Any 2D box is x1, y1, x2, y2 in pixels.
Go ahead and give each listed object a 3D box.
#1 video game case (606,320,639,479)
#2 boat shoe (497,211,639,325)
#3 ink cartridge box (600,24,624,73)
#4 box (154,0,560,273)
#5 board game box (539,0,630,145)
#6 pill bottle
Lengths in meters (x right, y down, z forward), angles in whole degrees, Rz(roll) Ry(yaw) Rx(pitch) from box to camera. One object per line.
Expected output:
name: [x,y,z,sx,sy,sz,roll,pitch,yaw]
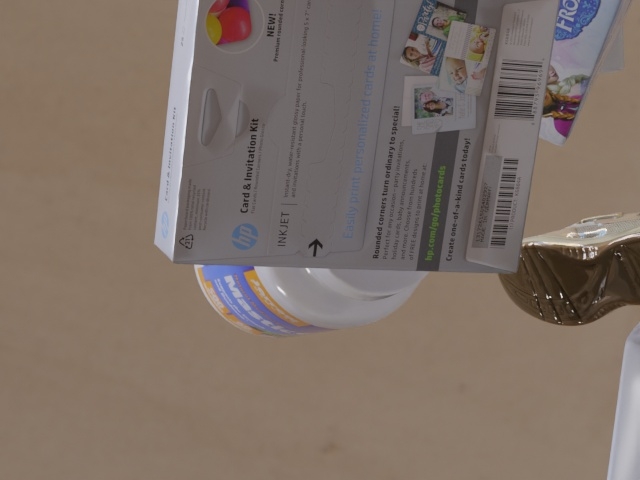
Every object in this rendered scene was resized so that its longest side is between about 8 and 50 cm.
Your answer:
video game case: [0.236,0.111,1.053,0.300,0.036,0.329,-42,-36,-43]
boat shoe: [0.318,0.021,2.009,0.098,0.302,0.109,-33,-79,-35]
ink cartridge box: [0.207,-0.317,1.763,0.211,0.122,0.289,-116,20,-69]
box: [0.018,-0.059,0.898,0.038,0.186,0.145,-144,58,-64]
board game box: [0.211,-0.273,1.126,0.318,0.066,0.318,104,-167,-53]
pill bottle: [0.000,0.000,1.490,0.272,0.152,0.152,164,122,-71]
